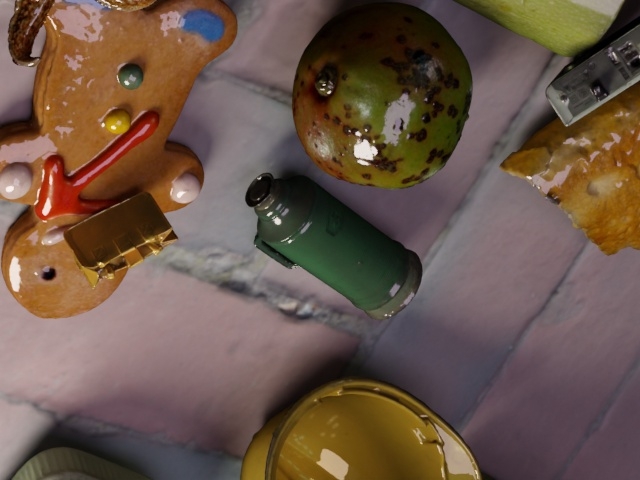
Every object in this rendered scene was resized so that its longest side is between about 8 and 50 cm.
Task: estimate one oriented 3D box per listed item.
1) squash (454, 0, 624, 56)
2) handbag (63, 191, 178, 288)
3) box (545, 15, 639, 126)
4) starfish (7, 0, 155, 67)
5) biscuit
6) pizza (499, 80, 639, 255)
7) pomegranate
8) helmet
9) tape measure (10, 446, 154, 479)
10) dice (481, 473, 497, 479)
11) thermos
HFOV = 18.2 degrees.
[{"bbox_3d":[0.111,-0.264,1.666,0.287,0.137,0.137,21,109,-22],"label":"squash"},{"bbox_3d":[-0.165,-0.002,1.647,0.083,0.061,0.027,-27,131,-8],"label":"handbag"},{"bbox_3d":[0.318,-0.199,1.724,0.270,0.211,0.045,-34,92,17],"label":"box"},{"bbox_3d":[-0.205,-0.246,1.524,0.238,0.057,0.213,-44,116,-4],"label":"starfish"},{"bbox_3d":[-0.181,-0.071,1.663,0.205,0.049,0.324,9,117,-33],"label":"biscuit"},{"bbox_3d":[0.337,-0.081,1.910,0.365,0.074,0.182,-16,128,-17],"label":"pizza"},{"bbox_3d":[0.063,-0.118,1.702,0.205,0.159,0.159,5,120,-59],"label":"pomegranate"},{"bbox_3d":[0.014,0.238,1.903,0.257,0.140,0.205,25,72,-35],"label":"helmet"},{"bbox_3d":[-0.237,0.308,1.839,0.207,0.115,0.235,26,114,-37],"label":"tape measure"},{"bbox_3d":[0.173,0.401,2.018,0.250,0.254,0.252,34,99,-39],"label":"dice"},{"bbox_3d":[0.004,-0.003,1.793,0.188,0.083,0.073,36,77,-38],"label":"thermos"}]
